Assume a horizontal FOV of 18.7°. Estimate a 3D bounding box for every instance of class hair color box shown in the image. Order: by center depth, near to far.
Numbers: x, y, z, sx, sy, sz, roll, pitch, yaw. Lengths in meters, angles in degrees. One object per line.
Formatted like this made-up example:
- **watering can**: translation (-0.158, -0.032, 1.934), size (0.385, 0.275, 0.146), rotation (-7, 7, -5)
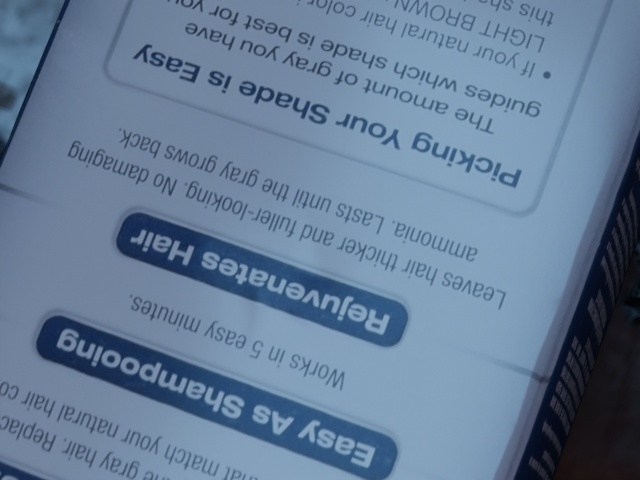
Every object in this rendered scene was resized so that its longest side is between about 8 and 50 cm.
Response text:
- **hair color box**: translation (0.000, 0.000, 0.583), size (0.174, 0.105, 0.347), rotation (19, 82, 14)
